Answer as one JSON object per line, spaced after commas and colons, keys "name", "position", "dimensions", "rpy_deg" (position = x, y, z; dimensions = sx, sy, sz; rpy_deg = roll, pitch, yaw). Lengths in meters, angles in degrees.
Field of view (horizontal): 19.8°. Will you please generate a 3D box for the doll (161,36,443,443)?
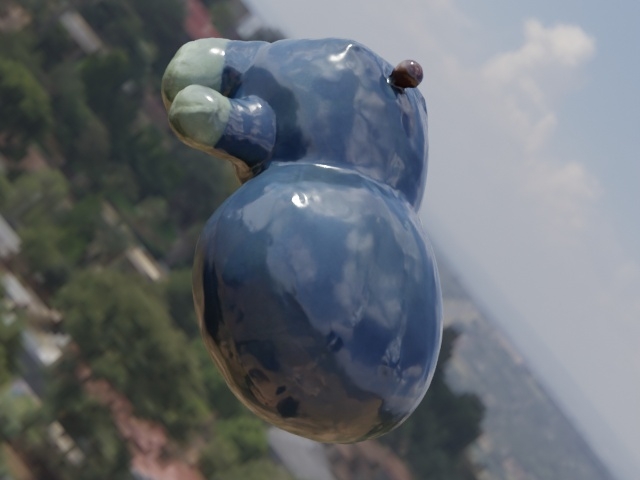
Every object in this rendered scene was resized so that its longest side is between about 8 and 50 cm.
{"name": "doll", "position": [0.000, 0.000, 1.122], "dimensions": [0.228, 0.154, 0.258], "rpy_deg": [30, 56, -43]}
